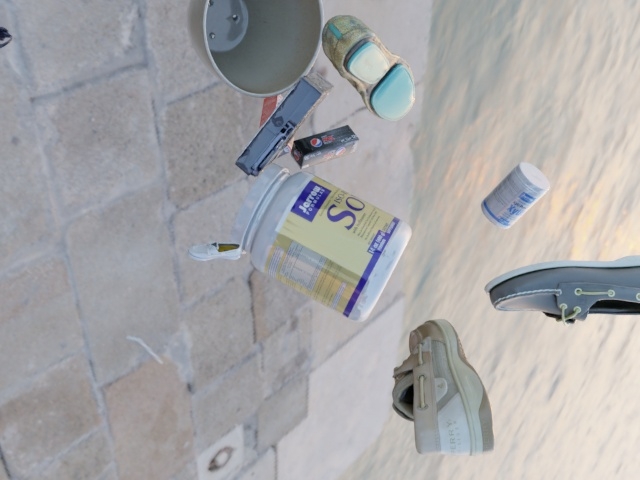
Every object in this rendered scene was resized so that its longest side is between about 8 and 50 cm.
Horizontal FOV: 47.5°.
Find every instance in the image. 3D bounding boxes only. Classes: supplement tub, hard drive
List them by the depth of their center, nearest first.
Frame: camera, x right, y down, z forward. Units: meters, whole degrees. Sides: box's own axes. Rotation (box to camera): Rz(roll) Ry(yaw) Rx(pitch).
[{"bbox_3d":[0.339,-0.078,1.273,0.071,0.071,0.107,-20,155,-49],"label":"supplement tub"},{"bbox_3d":[0.000,0.000,1.548,0.241,0.331,0.241,-61,175,-9],"label":"supplement tub"},{"bbox_3d":[-0.075,-0.269,1.647,0.237,0.064,0.339,-50,-174,15],"label":"hard drive"}]

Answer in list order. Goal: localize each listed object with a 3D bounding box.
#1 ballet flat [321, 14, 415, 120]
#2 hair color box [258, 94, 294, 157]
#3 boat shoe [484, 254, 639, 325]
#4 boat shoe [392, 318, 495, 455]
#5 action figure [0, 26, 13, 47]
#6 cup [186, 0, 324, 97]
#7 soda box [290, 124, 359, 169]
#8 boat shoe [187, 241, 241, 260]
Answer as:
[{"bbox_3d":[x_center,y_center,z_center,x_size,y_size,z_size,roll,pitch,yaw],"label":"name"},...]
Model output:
[{"bbox_3d":[0.096,-0.342,1.433,0.123,0.123,0.348,-64,156,1],"label":"ballet flat"},{"bbox_3d":[-0.113,-0.311,1.950,0.093,0.053,0.167,49,30,-36],"label":"hair color box"},{"bbox_3d":[0.425,0.088,1.189,0.109,0.305,0.091,89,-5,-66],"label":"boat shoe"},{"bbox_3d":[0.136,0.179,0.921,0.302,0.098,0.109,-100,180,-76],"label":"boat shoe"},{"bbox_3d":[-0.751,-0.405,1.480,0.276,0.164,0.140,7,93,-70],"label":"action figure"},{"bbox_3d":[-0.192,-0.529,1.758,0.331,0.237,0.330,-16,118,-33],"label":"cup"},{"bbox_3d":[0.011,-0.239,1.856,0.169,0.060,0.053,-20,150,-26],"label":"soda box"},{"bbox_3d":[-0.197,0.016,1.357,0.035,0.100,0.035,103,-13,-51],"label":"boat shoe"}]
